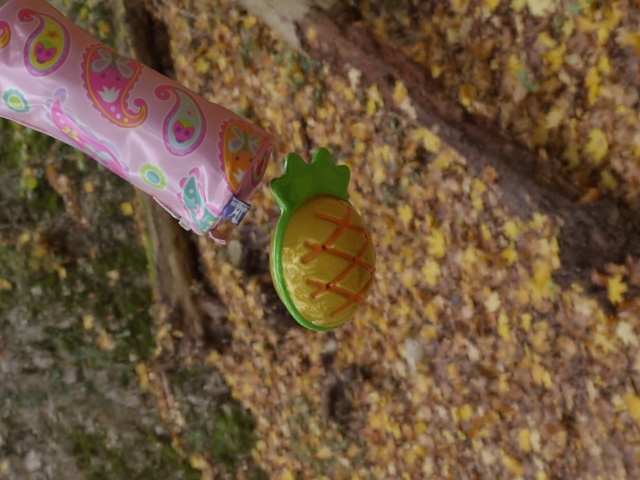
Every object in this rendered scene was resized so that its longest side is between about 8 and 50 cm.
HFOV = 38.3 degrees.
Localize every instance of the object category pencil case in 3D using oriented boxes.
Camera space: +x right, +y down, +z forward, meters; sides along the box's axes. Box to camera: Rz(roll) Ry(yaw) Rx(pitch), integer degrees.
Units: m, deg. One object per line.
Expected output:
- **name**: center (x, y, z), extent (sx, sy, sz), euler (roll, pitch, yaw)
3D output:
- **pencil case**: center (-0.182, -0.111, 0.858), extent (0.284, 0.124, 0.124), euler (31, -173, -4)

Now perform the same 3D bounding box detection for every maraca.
- **maraca**: center (0.000, 0.000, 0.935), extent (0.099, 0.127, 0.186), euler (-2, 100, 45)
